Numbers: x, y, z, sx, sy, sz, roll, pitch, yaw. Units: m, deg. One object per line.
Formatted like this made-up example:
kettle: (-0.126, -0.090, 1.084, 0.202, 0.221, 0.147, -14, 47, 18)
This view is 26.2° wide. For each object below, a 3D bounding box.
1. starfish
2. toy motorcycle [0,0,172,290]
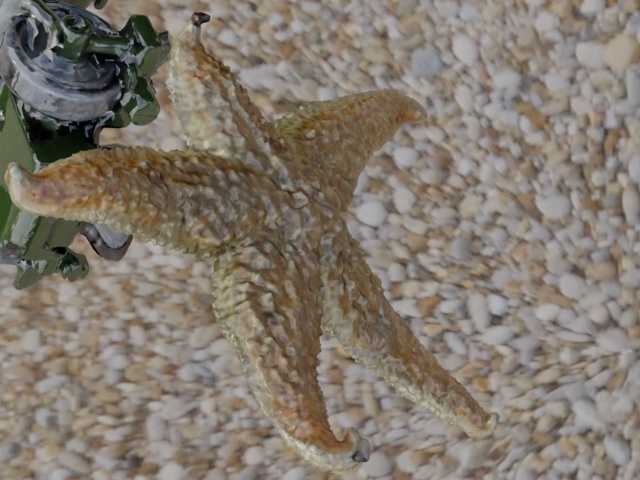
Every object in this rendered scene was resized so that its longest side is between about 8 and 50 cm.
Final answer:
starfish: (-0.004, 0.003, 0.625, 0.048, 0.295, 0.231, -34, 83, 32)
toy motorcycle: (-0.183, -0.112, 0.885, 0.205, 0.127, 0.275, -59, 43, 38)
